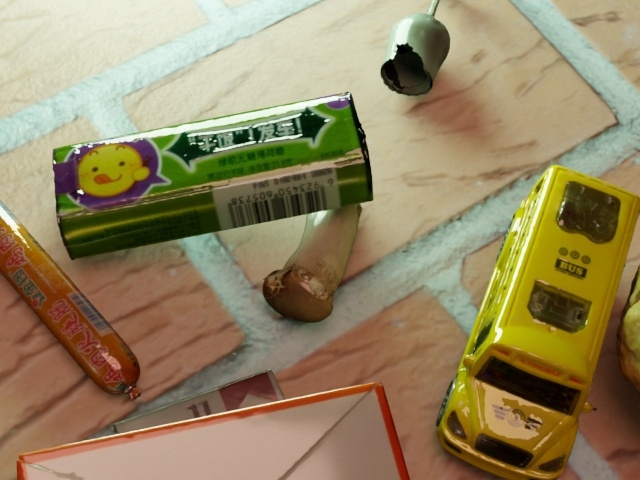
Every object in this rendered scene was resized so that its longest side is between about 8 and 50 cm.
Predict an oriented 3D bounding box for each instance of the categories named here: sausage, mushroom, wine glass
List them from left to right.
[{"bbox_3d":[-0.306,0.044,1.285,0.053,0.053,0.348,-37,71,-23],"label":"sausage"},{"bbox_3d":[0.000,0.000,1.342,0.071,0.084,0.209,46,48,-31],"label":"mushroom"},{"bbox_3d":[0.135,-0.276,1.504,0.079,0.079,0.195,19,59,4],"label":"wine glass"}]

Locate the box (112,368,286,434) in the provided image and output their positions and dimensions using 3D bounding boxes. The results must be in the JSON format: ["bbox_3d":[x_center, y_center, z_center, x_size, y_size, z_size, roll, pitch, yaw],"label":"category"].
[{"bbox_3d":[-0.113,0.214,1.222,0.178,0.036,0.115,-18,65,-16],"label":"box"}]

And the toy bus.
[{"bbox_3d":[0.242,0.089,1.269,0.144,0.152,0.330,22,60,4],"label":"toy bus"}]

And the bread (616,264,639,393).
[{"bbox_3d":[0.399,0.117,1.248,0.134,0.244,0.244,-29,60,25],"label":"bread"}]

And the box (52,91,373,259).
[{"bbox_3d":[-0.117,-0.072,1.318,0.346,0.097,0.134,-12,54,-2],"label":"box"}]

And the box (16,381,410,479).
[{"bbox_3d":[-0.074,0.341,1.009,0.319,0.257,0.348,-11,70,-15],"label":"box"}]
